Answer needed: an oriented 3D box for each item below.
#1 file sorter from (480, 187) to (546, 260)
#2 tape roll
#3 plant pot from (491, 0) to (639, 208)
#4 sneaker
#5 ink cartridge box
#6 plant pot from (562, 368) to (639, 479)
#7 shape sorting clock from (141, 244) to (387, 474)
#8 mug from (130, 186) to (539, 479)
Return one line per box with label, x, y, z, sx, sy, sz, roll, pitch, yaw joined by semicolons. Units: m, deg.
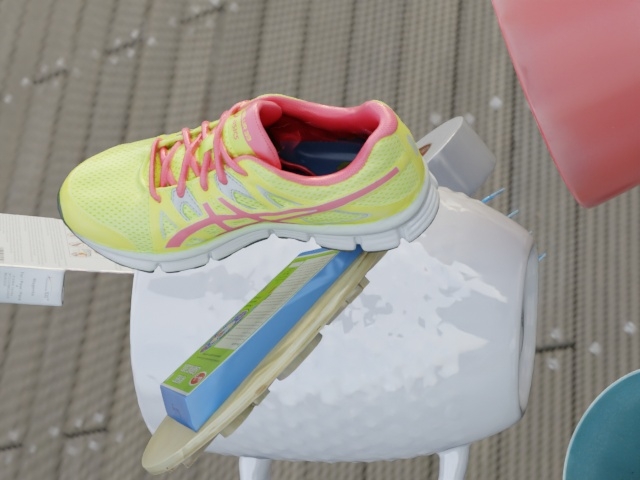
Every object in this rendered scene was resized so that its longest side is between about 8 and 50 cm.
file sorter;0.248;-0.014;2.053;0.104;0.118;0.170;-33;87;21
tape roll;0.122;-0.062;1.755;0.219;0.072;0.219;-41;9;8
plant pot;0.288;-0.192;1.120;0.243;0.275;0.275;-21;51;18
sneaker;-0.044;-0.042;0.728;0.208;0.094;0.081;-6;58;7
ink cartridge box;-0.381;0.027;1.953;0.275;0.239;0.060;-130;47;-69
plant pot;0.498;0.329;1.812;0.290;0.195;0.290;-23;56;39
shape sorting clock;-0.031;0.061;0.809;0.206;0.040;0.206;-41;6;6
mug;0.027;0.116;1.255;0.328;0.276;0.374;3;95;15
